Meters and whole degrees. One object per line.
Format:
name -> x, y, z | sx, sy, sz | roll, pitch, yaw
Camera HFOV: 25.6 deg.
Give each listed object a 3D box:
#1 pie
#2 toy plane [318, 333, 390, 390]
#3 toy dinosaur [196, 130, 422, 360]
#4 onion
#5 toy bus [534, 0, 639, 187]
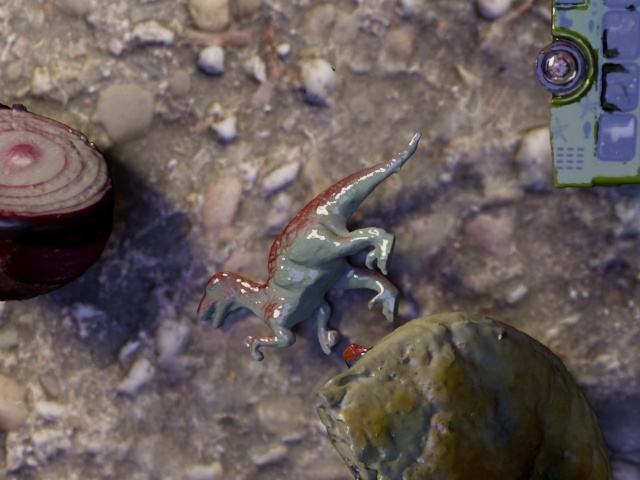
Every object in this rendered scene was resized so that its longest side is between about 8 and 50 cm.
pie -> 0.121, 0.217, 1.063 | 0.075, 0.338, 0.337 | -7, 94, 54
toy plane -> 0.093, 0.124, 1.169 | 0.189, 0.061, 0.130 | -29, 86, 13
toy dinosaur -> 0.000, 0.000, 1.186 | 0.167, 0.053, 0.242 | 29, 111, 20
onion -> -0.289, -0.013, 1.196 | 0.195, 0.218, 0.139 | 31, 130, 6
toy bus -> 0.237, -0.192, 1.071 | 0.139, 0.113, 0.301 | 3, 99, 17
